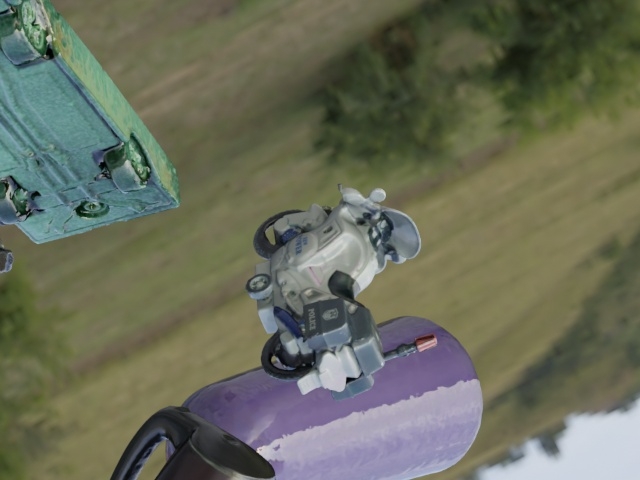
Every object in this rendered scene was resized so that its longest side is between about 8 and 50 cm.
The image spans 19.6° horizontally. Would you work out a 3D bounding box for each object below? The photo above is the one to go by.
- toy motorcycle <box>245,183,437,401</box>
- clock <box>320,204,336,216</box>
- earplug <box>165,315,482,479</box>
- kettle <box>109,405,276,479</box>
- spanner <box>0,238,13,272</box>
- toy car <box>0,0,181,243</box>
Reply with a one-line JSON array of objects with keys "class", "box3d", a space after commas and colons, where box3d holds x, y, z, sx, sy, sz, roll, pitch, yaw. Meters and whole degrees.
[{"class": "toy motorcycle", "box3d": [0.016, 0.038, 1.592, 0.150, 0.102, 0.221, -14, -138, 8]}, {"class": "clock", "box3d": [0.000, 0.000, 2.112, 0.083, 0.074, 0.010, -27, 166, 1]}, {"class": "earplug", "box3d": [-0.009, 0.233, 2.311, 0.215, 0.215, 0.456, -24, 172, 40]}, {"class": "kettle", "box3d": [-0.150, 0.305, 1.970, 0.144, 0.202, 0.232, 17, 104, -49]}, {"class": "spanner", "box3d": [-0.366, 0.040, 1.997, 0.024, 0.087, 0.316, -28, 166, -25]}, {"class": "toy car", "box3d": [-0.229, -0.106, 1.404, 0.141, 0.097, 0.320, -14, 146, 13]}]
